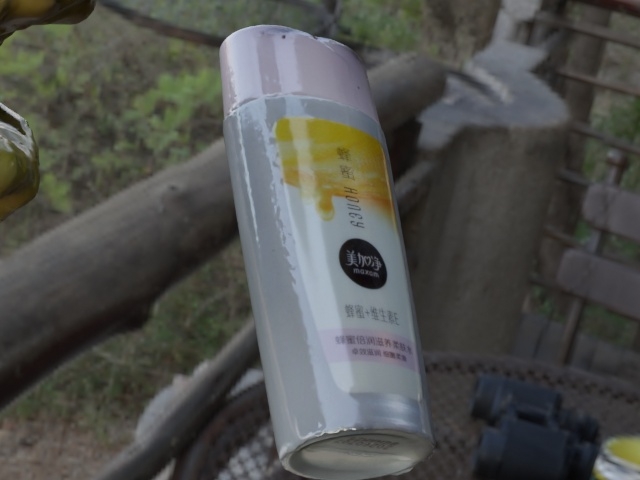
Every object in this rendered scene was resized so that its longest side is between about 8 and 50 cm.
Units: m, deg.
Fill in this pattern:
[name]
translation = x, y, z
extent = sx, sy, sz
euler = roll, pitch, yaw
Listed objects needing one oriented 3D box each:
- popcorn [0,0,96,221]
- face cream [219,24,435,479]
[popcorn]
translation = -0.248, -0.106, 0.590
extent = 0.281, 0.297, 0.316
euler = 40, 25, -57
[face cream]
translation = 0.000, 0.000, 0.759
extent = 0.107, 0.073, 0.269
euler = 16, 51, -35
